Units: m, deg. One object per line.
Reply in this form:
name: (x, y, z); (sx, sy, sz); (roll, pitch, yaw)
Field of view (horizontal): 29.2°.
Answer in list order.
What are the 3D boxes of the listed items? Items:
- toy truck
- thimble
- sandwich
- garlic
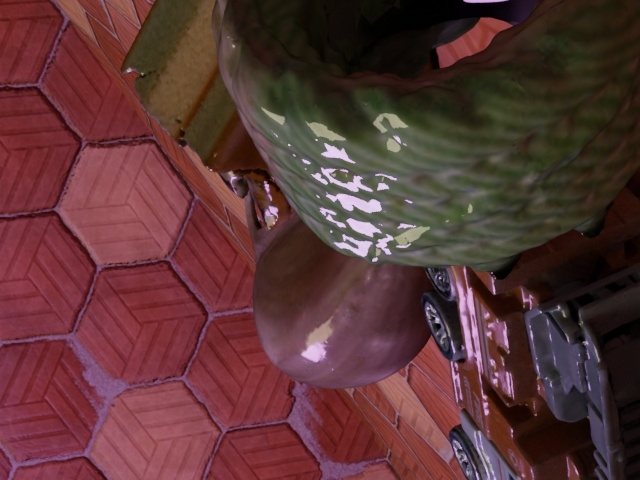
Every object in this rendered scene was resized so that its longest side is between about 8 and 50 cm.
toy truck: (0.173, 0.116, 0.832); (0.184, 0.133, 0.338); (-123, 15, -49)
thimble: (0.061, -0.097, 0.603); (0.219, 0.219, 0.150); (44, 170, 36)
sandwich: (-0.044, -0.150, 0.907); (0.155, 0.198, 0.227); (45, 168, 36)
garlic: (0.000, 0.000, 1.149); (0.340, 0.231, 0.246); (33, 162, 45)
